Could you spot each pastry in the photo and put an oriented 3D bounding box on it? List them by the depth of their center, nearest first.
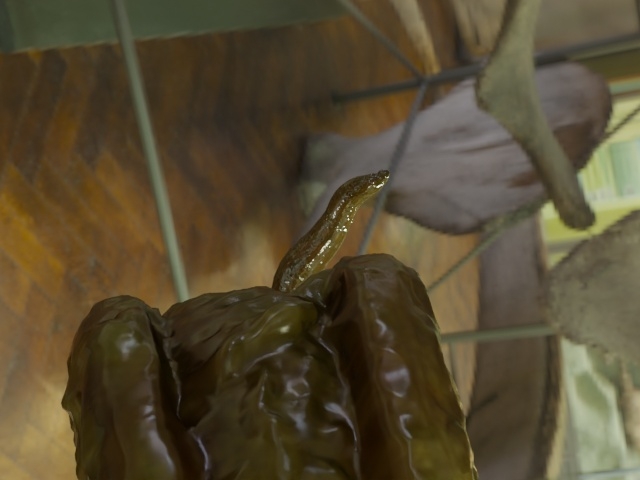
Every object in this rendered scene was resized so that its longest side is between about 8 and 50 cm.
[{"bbox_3d":[-0.019,0.127,0.394,0.240,0.132,0.235,90,-6,-65],"label":"pastry"}]

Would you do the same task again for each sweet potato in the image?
[{"bbox_3d":[0.000,0.000,0.673,0.026,0.115,0.026,31,18,-11],"label":"sweet potato"}]
